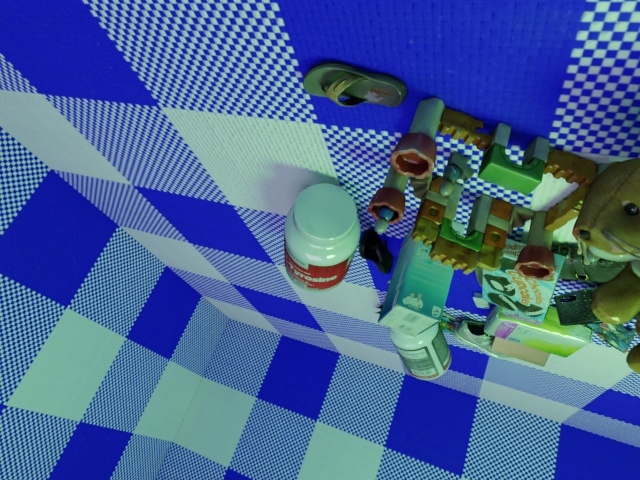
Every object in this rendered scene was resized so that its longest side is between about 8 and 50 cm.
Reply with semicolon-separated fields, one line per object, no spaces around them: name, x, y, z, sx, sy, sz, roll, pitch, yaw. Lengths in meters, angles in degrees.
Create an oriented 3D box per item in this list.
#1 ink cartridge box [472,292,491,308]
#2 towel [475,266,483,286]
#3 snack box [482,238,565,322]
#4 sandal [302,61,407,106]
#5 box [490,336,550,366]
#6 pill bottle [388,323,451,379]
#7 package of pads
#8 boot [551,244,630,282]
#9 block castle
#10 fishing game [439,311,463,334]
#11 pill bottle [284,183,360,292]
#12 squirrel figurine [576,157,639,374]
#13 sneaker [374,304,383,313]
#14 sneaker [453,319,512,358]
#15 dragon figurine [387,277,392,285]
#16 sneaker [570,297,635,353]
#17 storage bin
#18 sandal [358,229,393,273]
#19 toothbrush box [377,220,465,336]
ink cartridge box;0.574;0.211;1.591;0.048;0.028;0.083;5;151;34
towel;0.544;0.112;1.408;0.110;0.027;0.148;4;150;34
snack box;0.556;0.112;1.258;0.187;0.060;0.322;21;157;30
sandal;0.062;-0.300;0.906;0.219;0.060;0.090;17;156;11
box;0.766;0.383;1.694;0.201;0.021;0.165;15;122;16
pill bottle;0.407;0.403;1.877;0.210;0.210;0.363;3;137;37
package of pads;0.736;0.292;1.534;0.296;0.101;0.229;15;157;15
boot;0.669;0.043;1.086;0.229;0.091;0.263;11;148;43
block castle;0.345;-0.073;0.955;0.453;0.213;0.303;21;157;1
fishing game;0.540;0.380;1.972;0.189;0.041;0.264;29;156;-9
pill bottle;0.000;0.000;1.394;0.228;0.229;0.408;20;156;5
squirrel figurine;0.604;0.004;0.682;0.371;0.397;0.281;56;-170;3
sneaker;0.318;0.316;2.011;0.089;0.051;0.170;23;160;-13
sneaker;0.682;0.393;1.792;0.281;0.105;0.115;13;143;7
dragon figurine;0.302;0.131;1.586;0.085;0.144;0.289;13;136;25
sneaker;0.855;0.242;1.364;0.221;0.087;0.083;38;-175;-1
storage bin;0.746;0.179;1.210;0.180;0.085;0.122;0;163;-15
sandal;0.197;0.037;1.480;0.054;0.097;0.254;7;163;33
toothbrush box;0.282;0.098;1.273;0.126;0.296;0.216;20;156;2
